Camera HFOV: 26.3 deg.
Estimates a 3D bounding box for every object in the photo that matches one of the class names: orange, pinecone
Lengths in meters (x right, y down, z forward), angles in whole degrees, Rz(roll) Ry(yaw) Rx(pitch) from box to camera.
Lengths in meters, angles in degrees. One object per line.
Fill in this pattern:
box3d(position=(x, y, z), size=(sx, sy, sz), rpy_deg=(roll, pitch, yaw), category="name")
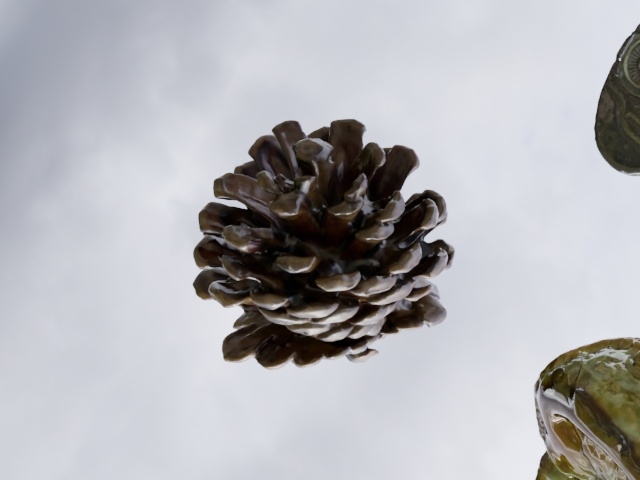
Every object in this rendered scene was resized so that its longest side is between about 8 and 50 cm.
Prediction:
box3d(position=(0.170, 0.117, 0.650), size=(0.160, 0.112, 0.170), rpy_deg=(63, -28, 10), category="orange")
box3d(position=(0.001, 0.004, 0.922), size=(0.195, 0.179, 0.150), rpy_deg=(91, -19, -63), category="pinecone")

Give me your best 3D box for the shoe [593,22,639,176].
box3d(position=(0.344, -0.184, 1.156), size=(0.293, 0.109, 0.149), rpy_deg=(-60, 163, 18), category="shoe")
